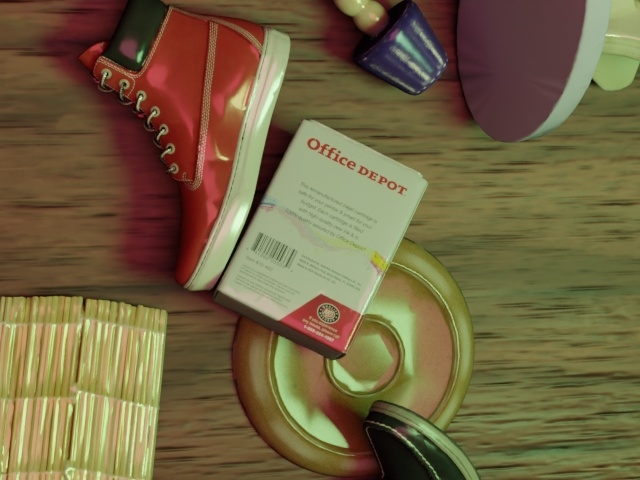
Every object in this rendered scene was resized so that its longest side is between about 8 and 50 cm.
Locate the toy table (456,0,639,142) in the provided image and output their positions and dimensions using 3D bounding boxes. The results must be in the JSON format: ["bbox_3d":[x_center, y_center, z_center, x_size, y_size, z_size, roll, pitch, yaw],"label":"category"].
[{"bbox_3d":[0.239,-0.217,1.545,0.161,0.274,0.252,-15,66,-24],"label":"toy table"}]

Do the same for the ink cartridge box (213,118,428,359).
[{"bbox_3d":[0.000,0.000,1.544,0.127,0.072,0.175,27,78,-2],"label":"ink cartridge box"}]

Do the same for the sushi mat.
[{"bbox_3d":[-0.221,0.207,1.521,0.151,0.019,0.317,7,80,-15],"label":"sushi mat"}]

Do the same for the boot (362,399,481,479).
[{"bbox_3d":[0.073,0.278,1.565,0.178,0.085,0.236,-49,126,-26],"label":"boot"}]

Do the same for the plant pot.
[{"bbox_3d":[0.037,0.107,1.612,0.236,0.032,0.236,-2,97,-16],"label":"plant pot"}]

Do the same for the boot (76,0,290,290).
[{"bbox_3d":[-0.140,-0.087,1.519,0.176,0.088,0.244,14,85,-15],"label":"boot"}]

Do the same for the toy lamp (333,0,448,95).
[{"bbox_3d":[0.003,-0.236,1.547,0.274,0.080,0.080,42,84,-12],"label":"toy lamp"}]
